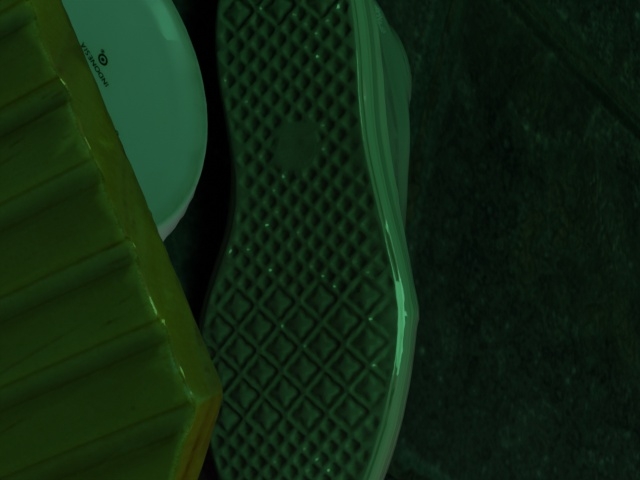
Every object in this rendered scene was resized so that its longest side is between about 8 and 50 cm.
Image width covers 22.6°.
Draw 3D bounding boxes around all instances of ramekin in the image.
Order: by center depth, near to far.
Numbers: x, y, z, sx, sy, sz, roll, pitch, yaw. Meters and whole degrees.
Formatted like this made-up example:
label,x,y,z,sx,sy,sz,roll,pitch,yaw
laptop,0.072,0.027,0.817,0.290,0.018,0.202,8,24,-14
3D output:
label,x,y,z,sx,sy,sz,roll,pitch,yaw
ramekin,-0.183,-0.085,0.952,0.273,0.127,0.272,29,52,-45

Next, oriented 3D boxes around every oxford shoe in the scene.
label,x,y,z,sx,sy,sz,roll,pitch,yaw
oxford shoe,0.000,0.000,1.186,0.130,0.169,0.449,15,73,-70

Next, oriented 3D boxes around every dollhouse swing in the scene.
label,x,y,z,sx,sy,sz,roll,pitch,yaw
dollhouse swing,-0.278,0.049,0.673,0.315,0.305,0.346,-20,87,-49
